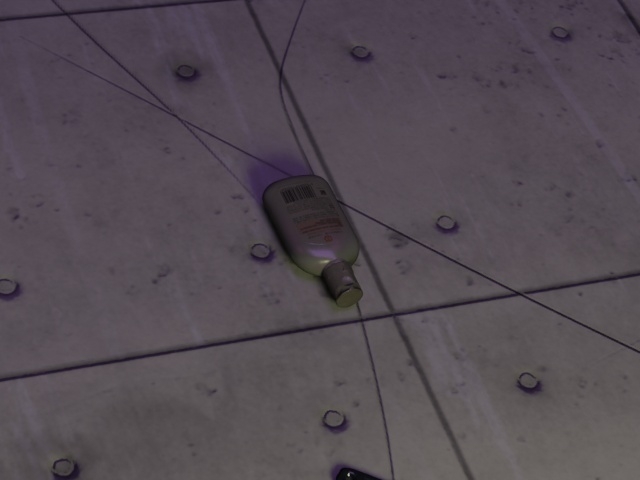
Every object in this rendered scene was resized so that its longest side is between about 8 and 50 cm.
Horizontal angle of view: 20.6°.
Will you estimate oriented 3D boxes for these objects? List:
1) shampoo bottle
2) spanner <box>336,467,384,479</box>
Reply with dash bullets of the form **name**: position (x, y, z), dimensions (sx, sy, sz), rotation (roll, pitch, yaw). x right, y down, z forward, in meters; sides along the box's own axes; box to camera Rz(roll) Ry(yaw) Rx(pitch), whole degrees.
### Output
- **shampoo bottle**: position (0.000, 0.000, 1.886), dimensions (0.080, 0.040, 0.165), rotation (-10, 53, -24)
- **spanner**: position (0.115, 0.260, 1.707), dimensions (0.208, 0.012, 0.046), rotation (18, 47, 2)
